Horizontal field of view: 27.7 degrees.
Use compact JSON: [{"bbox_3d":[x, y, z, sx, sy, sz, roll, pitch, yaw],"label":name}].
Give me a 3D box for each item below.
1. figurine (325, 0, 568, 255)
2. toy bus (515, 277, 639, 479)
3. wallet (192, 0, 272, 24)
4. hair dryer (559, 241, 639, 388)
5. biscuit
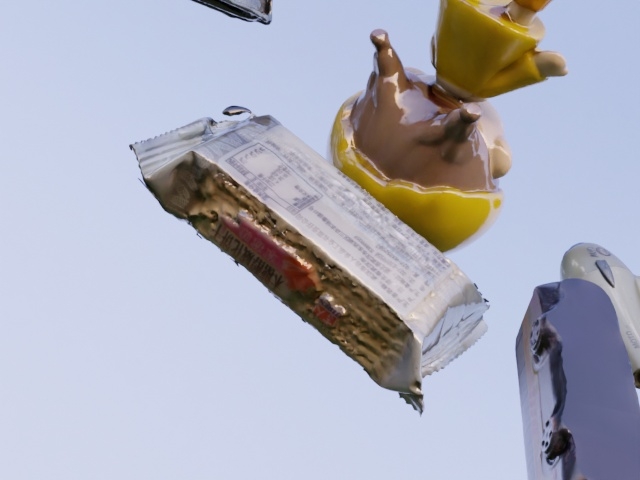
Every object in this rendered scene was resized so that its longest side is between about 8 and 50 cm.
[{"bbox_3d":[0.132,-0.149,1.363,0.215,0.187,0.344,43,-60,41],"label":"figurine"},{"bbox_3d":[0.142,0.096,0.716,0.057,0.172,0.072,12,-52,-5],"label":"toy bus"},{"bbox_3d":[-0.125,-0.409,1.314,0.075,0.342,0.237,-4,-11,44],"label":"wallet"},{"bbox_3d":[0.307,0.060,1.094,0.199,0.167,0.067,-3,-51,6],"label":"hair dryer"},{"bbox_3d":[0.002,-0.002,1.080,0.309,0.186,0.079,37,-60,8],"label":"biscuit"}]
